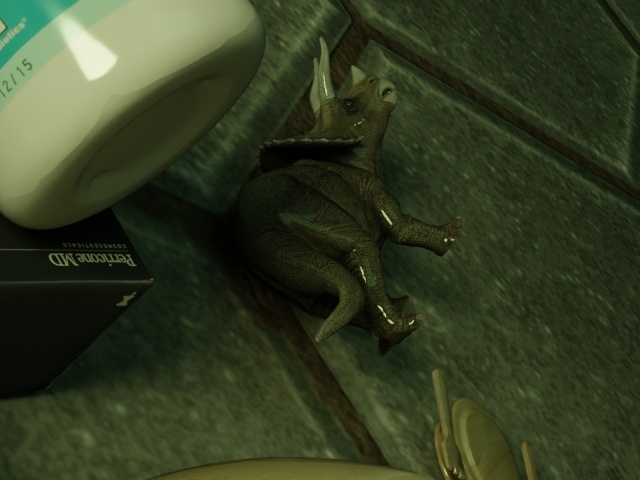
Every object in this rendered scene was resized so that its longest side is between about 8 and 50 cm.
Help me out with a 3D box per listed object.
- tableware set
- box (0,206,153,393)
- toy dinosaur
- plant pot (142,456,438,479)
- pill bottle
[{"bbox_3d":[0.102,0.190,0.930,0.128,0.039,0.194,41,32,-39],"label":"tableware set"},{"bbox_3d":[-0.229,-0.023,0.659,0.261,0.103,0.184,2,48,-55],"label":"box"},{"bbox_3d":[0.000,0.000,0.979,0.160,0.121,0.313,34,33,-2],"label":"toy dinosaur"},{"bbox_3d":[-0.002,0.200,0.602,0.284,0.191,0.284,35,29,-24],"label":"plant pot"},{"bbox_3d":[-0.156,-0.145,0.659,0.264,0.146,0.146,51,28,7],"label":"pill bottle"}]
